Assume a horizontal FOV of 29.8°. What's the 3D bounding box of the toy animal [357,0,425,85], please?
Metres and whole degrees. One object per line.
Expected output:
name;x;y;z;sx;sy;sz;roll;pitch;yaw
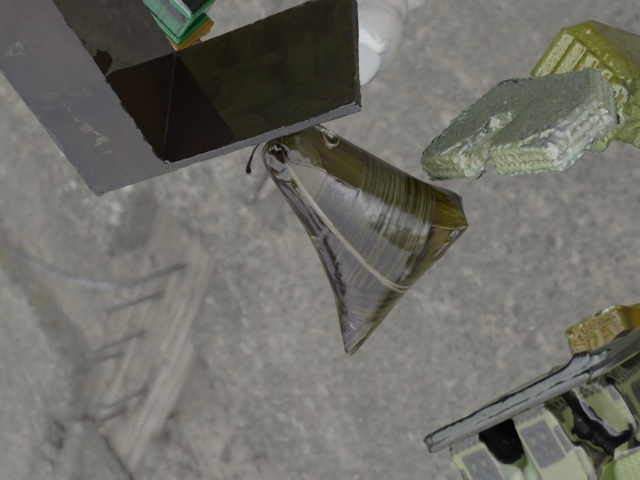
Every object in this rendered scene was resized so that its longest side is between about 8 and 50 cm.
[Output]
toy animal;0.087;-0.388;2.093;0.138;0.282;0.140;-25;120;33

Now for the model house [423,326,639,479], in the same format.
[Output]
model house;0.266;0.231;1.045;0.218;0.205;0.278;-35;79;37

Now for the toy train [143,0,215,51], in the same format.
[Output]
toy train;-0.234;-0.354;1.705;0.227;0.091;0.136;47;148;-7

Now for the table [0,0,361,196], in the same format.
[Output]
table;-0.137;-0.223;1.109;0.196;0.282;0.250;-90;-24;-44

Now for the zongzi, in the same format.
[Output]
zongzi;0.000;0.000;1.313;0.241;0.248;0.111;-54;18;25

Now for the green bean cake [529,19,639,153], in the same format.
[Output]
green bean cake;0.467;-0.218;1.814;0.124;0.236;0.233;-58;39;31

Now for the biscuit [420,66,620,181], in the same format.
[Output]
biscuit;0.208;-0.118;1.222;0.046;0.147;0.250;54;162;-17

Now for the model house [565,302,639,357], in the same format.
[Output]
model house;0.437;0.222;1.898;0.173;0.239;0.268;21;120;61
